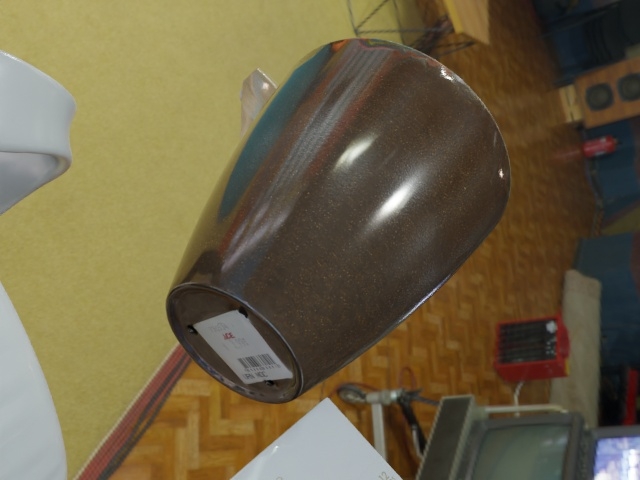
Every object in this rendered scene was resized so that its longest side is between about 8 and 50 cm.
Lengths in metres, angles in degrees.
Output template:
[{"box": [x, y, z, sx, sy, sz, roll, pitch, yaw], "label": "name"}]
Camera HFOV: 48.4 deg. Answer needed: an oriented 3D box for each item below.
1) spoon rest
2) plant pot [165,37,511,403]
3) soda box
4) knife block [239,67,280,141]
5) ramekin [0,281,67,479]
[{"box": [-0.230, -0.061, 0.473, 0.084, 0.276, 0.137, 8, 84, -37], "label": "spoon rest"}, {"box": [0.000, 0.000, 0.527, 0.230, 0.215, 0.215, -52, 122, -39], "label": "plant pot"}, {"box": [-0.053, 0.188, 0.404, 0.074, 0.069, 0.216, 45, 52, 14], "label": "soda box"}, {"box": [0.024, -0.067, 0.882, 0.088, 0.242, 0.275, -56, 148, -81], "label": "knife block"}, {"box": [-0.243, 0.069, 0.328, 0.135, 0.277, 0.277, -33, 107, -42], "label": "ramekin"}]
